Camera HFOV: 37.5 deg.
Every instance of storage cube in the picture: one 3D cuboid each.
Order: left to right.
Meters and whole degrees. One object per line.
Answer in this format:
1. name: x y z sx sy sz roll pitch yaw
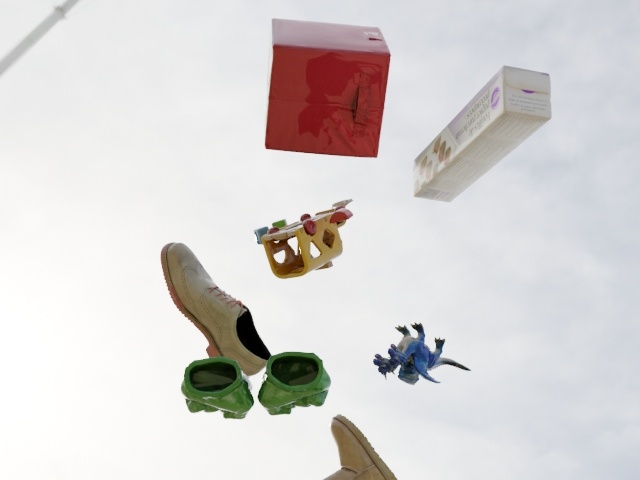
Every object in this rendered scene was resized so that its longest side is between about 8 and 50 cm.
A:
1. storage cube: 0.005 -0.262 1.599 0.193 0.215 0.184 4 -63 -4

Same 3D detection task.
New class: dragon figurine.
1. dragon figurine: 0.224 0.280 2.121 0.085 0.144 0.289 -12 -38 39

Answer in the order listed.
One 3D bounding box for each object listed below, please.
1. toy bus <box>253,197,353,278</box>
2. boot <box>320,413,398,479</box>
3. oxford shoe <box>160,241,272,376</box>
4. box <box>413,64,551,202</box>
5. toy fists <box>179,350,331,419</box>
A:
1. toy bus: -0.011 0.004 1.733 0.202 0.191 0.104 -17 -83 -5
2. boot: 0.007 0.539 2.091 0.236 0.269 0.089 45 -24 34
3. oxford shoe: -0.219 0.140 2.050 0.130 0.123 0.348 -30 -85 33
4. box: 0.207 -0.133 1.268 0.067 0.063 0.324 6 -18 -12
5. toy fists: -0.119 0.273 1.740 0.279 0.096 0.142 -5 -23 -2
